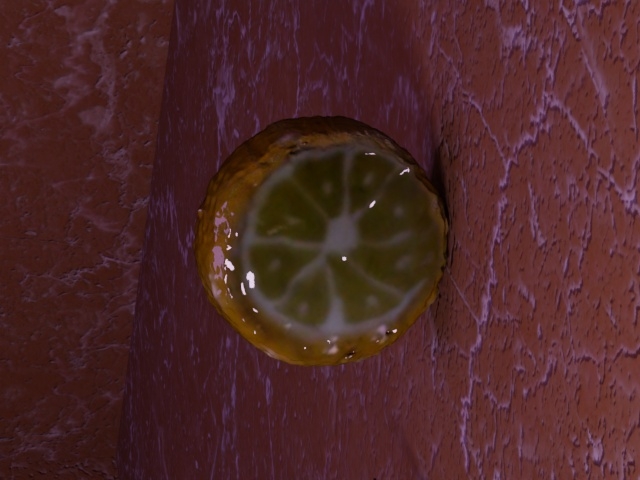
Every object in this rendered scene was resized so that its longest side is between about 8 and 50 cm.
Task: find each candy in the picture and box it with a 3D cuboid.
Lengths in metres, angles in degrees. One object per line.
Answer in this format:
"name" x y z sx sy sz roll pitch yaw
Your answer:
"candy" 0.000 0.000 1.967 0.118 0.260 0.260 -145 54 -70

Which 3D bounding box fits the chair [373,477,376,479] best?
"chair" 0.094 0.366 2.005 0.213 0.149 0.174 25 123 26
